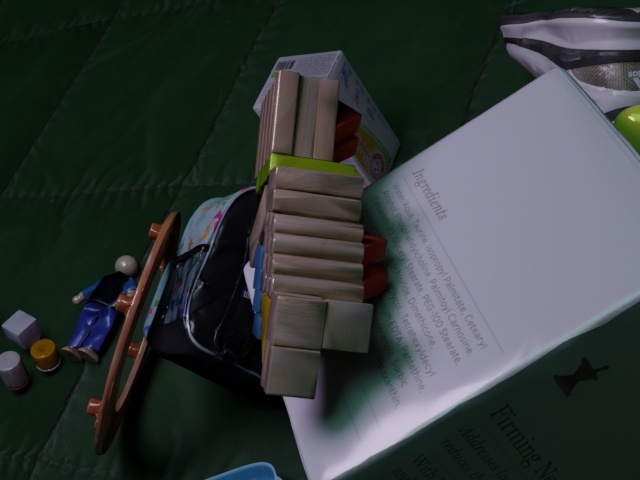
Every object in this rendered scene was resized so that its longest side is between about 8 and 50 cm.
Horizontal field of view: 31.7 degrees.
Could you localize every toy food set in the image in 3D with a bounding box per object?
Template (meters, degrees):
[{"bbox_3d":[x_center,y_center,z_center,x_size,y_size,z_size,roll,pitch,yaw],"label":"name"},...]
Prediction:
[{"bbox_3d":[-0.508,0.179,1.797,0.232,0.104,0.111,23,53,28],"label":"toy food set"}]

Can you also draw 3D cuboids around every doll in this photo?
[{"bbox_3d":[-0.339,0.100,1.757,0.129,0.046,0.189,0,53,36],"label":"doll"}]

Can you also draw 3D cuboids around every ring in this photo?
[{"bbox_3d":[-0.249,0.119,1.496,0.032,0.336,0.336,17,54,-3],"label":"ring"}]

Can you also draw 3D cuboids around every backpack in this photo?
[{"bbox_3d":[-0.095,0.065,1.460,0.191,0.225,0.253,-12,55,52],"label":"backpack"}]

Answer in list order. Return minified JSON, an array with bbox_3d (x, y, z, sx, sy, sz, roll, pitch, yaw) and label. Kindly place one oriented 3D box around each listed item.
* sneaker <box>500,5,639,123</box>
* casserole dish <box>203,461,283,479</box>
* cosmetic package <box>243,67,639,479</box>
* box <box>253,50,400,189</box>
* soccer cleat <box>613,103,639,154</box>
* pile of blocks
[{"bbox_3d":[0.321,-0.159,1.414,0.169,0.257,0.447,-2,10,0],"label":"sneaker"},{"bbox_3d":[-0.117,0.341,1.369,0.188,0.037,0.114,-23,42,19],"label":"casserole dish"},{"bbox_3d":[0.192,0.113,1.123,0.393,0.329,0.327,-33,38,8],"label":"cosmetic package"},{"bbox_3d":[0.014,-0.162,1.618,0.114,0.203,0.103,1,54,35],"label":"box"},{"bbox_3d":[0.398,-0.019,1.135,0.093,0.289,0.121,-29,22,47],"label":"soccer cleat"},{"bbox_3d":[0.000,0.000,1.060,0.112,0.149,0.362,7,53,-11],"label":"pile of blocks"}]
